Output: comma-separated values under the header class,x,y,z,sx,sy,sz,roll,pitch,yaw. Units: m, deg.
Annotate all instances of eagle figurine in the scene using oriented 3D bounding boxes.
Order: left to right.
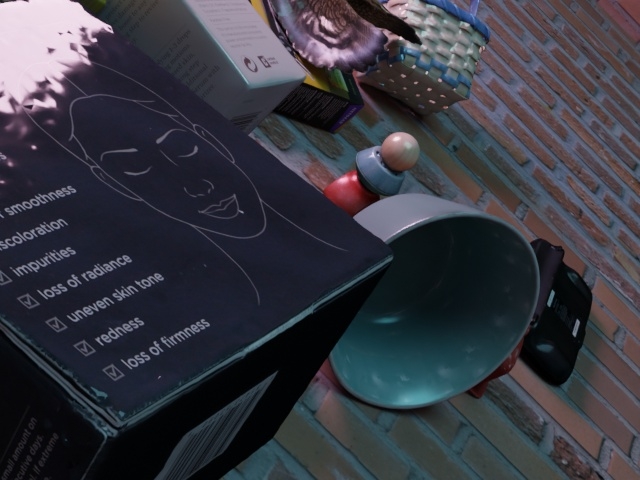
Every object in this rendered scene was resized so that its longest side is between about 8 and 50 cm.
class,x,y,z,sx,sy,sz,roll,pitch,yaw
eagle figurine,0.020,-0.418,2.150,0.225,0.226,0.298,-150,-142,-74

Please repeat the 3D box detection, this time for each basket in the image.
class,x,y,z,sx,sy,sz,roll,pitch,yaw
basket,0.179,-0.396,2.398,0.254,0.201,0.289,26,68,-32

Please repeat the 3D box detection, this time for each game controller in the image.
class,x,y,z,sx,sy,sz,roll,pitch,yaw
game controller,0.390,0.116,2.254,0.166,0.067,0.319,56,30,-12

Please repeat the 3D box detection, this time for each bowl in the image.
class,x,y,z,sx,sy,sz,roll,pitch,yaw
bowl,0.126,0.059,1.805,0.311,0.311,0.163,23,19,-33

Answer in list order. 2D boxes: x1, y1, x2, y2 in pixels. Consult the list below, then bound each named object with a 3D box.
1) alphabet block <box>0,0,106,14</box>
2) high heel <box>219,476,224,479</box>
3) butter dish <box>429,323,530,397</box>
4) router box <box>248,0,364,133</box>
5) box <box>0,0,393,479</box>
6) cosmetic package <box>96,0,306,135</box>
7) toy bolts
class,x,y,z,sx,sy,sz,roll,pitch,yaw
alphabet block,-0.397,-0.284,1.519,0.192,0.197,0.193,45,4,2
high heel,-0.112,0.372,1.363,0.181,0.127,0.377,77,-12,-48
butter dish,0.255,0.129,1.955,0.160,0.118,0.160,50,48,-31
router box,-0.079,-0.340,2.172,0.243,0.081,0.309,15,44,-41
box,-0.271,0.032,1.237,0.472,0.297,0.480,40,30,13
cosmetic package,-0.256,-0.302,1.684,0.453,0.230,0.161,53,27,7
toy bolts,0.147,-0.060,2.051,0.228,0.158,0.218,50,32,6
